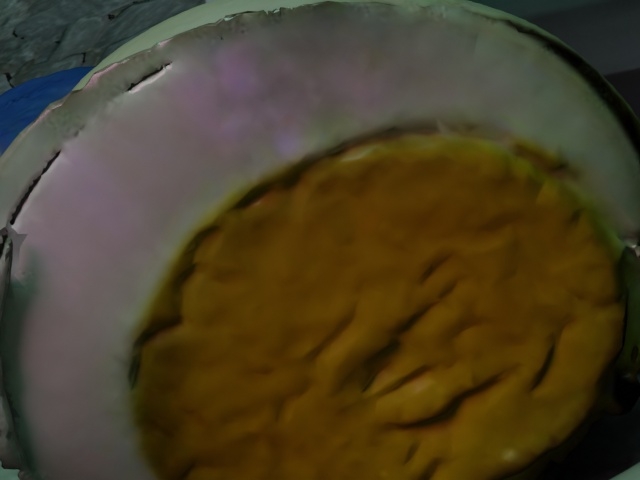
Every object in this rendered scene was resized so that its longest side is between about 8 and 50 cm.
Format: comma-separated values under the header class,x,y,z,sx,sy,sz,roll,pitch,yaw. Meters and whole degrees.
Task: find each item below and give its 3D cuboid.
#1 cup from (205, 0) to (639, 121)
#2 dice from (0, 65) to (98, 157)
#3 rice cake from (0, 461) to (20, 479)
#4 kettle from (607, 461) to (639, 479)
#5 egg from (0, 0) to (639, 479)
class,x,y,z,sx,sy,sz,roll,pitch,yaw
cup,0.112,-0.142,0.740,0.326,0.237,0.323,-9,3,16
dice,-0.129,-0.001,0.810,0.146,0.146,0.143,-28,38,-8
rice cake,-0.170,0.155,0.702,0.206,0.063,0.069,-39,32,-23
kettle,-0.025,0.259,0.373,0.376,0.250,0.361,-16,57,6
egg,-0.003,-0.003,0.648,0.286,0.264,0.174,-20,30,6
